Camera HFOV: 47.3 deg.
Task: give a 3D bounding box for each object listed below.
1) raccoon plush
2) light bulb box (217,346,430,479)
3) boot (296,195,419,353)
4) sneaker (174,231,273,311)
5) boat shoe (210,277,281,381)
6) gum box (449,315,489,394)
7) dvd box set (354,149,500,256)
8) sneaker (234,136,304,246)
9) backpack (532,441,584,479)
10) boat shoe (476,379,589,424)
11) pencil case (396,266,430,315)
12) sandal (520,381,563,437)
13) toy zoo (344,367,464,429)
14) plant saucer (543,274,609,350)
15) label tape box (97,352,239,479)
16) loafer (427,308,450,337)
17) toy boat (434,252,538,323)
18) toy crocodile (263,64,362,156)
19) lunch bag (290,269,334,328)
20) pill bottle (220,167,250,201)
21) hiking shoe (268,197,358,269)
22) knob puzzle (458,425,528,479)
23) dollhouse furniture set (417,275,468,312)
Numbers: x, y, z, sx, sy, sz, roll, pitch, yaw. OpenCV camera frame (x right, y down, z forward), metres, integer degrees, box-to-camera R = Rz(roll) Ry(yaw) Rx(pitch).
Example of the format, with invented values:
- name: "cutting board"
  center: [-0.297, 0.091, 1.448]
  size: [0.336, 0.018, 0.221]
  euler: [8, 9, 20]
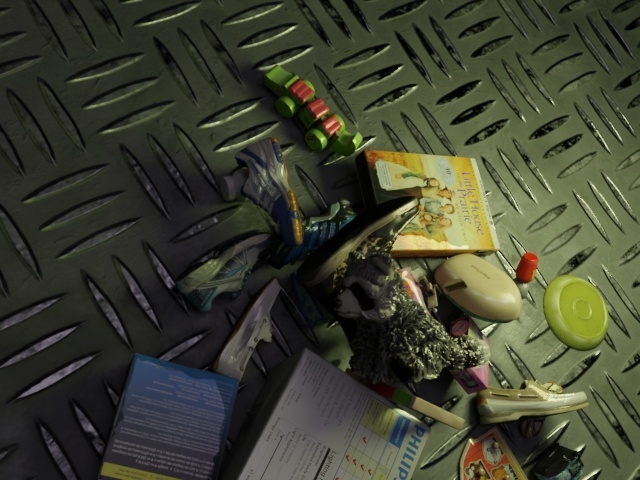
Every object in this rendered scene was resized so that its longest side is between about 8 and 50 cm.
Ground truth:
- name: "raccoon plush"
  center: [0.210, 0.166, 1.745]
  size: [0.446, 0.216, 0.299]
  euler: [-1, 86, -49]
- name: "light bulb box"
  center: [-0.001, 0.504, 1.680]
  size: [0.361, 0.225, 0.358]
  euler: [34, 61, -8]
- name: "boot"
  center: [0.149, 0.086, 1.849]
  size: [0.377, 0.138, 0.284]
  euler: [-38, 107, -26]
- name: "sneaker"
  center: [-0.227, 0.077, 1.844]
  size: [0.283, 0.110, 0.122]
  euler: [-34, 103, -27]
- name: "boat shoe"
  center: [-0.162, 0.222, 1.804]
  size: [0.096, 0.098, 0.277]
  euler: [34, 70, -7]
- name: "gum box"
  center: [0.397, 0.310, 1.960]
  size: [0.107, 0.062, 0.188]
  euler: [49, 33, -24]
- name: "dvd box set"
  center: [0.312, -0.103, 2.109]
  size: [0.420, 0.062, 0.308]
  euler: [1, 69, -31]
- name: "sneaker"
  center: [-0.130, -0.110, 1.851]
  size: [0.131, 0.112, 0.297]
  euler: [-19, 71, 1]
- name: "backpack"
  center: [0.641, 0.619, 1.973]
  size: [0.114, 0.105, 0.084]
  euler: [-35, 106, -20]
- name: "boat shoe"
  center: [0.573, 0.428, 1.981]
  size: [0.302, 0.113, 0.103]
  euler: [-6, 71, -6]
- name: "pencil case"
  center: [0.240, 0.214, 1.962]
  size: [0.124, 0.124, 0.284]
  euler: [-18, 79, -27]
- name: "sandal"
  center: [0.613, 0.473, 2.053]
  size: [0.072, 0.049, 0.180]
  euler: [34, 75, 7]
- name: "toy zoo"
  center: [0.184, 0.379, 1.788]
  size: [0.192, 0.293, 0.030]
  euler: [32, 78, -37]
- name: "plant saucer"
  center: [0.791, 0.214, 2.233]
  size: [0.240, 0.037, 0.241]
  euler: [8, 68, -20]
- name: "label tape box"
  center: [-0.346, 0.454, 1.625]
  size: [0.249, 0.115, 0.348]
  euler: [18, 67, -15]
- name: "loafer"
  center: [0.325, 0.246, 2.025]
  size: [0.045, 0.039, 0.125]
  euler: [-30, 83, -30]
- name: "toy boat"
  center: [0.492, 0.137, 2.070]
  size: [0.318, 0.148, 0.267]
  euler: [-15, 41, -31]
- name: "toy crocodile"
  center: [-0.025, -0.369, 2.085]
  size: [0.340, 0.105, 0.115]
  euler: [47, 60, 1]
- name: "lunch bag"
  center: [0.006, 0.132, 1.908]
  size: [0.128, 0.096, 0.151]
  euler: [-18, 71, -34]
- name: "pill bottle"
  center: [-0.181, -0.150, 1.944]
  size: [0.160, 0.087, 0.087]
  euler: [-13, 75, -26]
- name: "hiking shoe"
  center: [0.000, 0.000, 1.936]
  size: [0.304, 0.113, 0.132]
  euler: [-35, 75, -29]
- name: "knob puzzle"
  center: [0.446, 0.612, 1.936]
  size: [0.213, 0.030, 0.213]
  euler: [8, 68, -20]
- name: "dollhouse furniture set"
  center: [0.327, 0.135, 1.934]
  size: [0.091, 0.114, 0.081]
  euler: [54, 26, -37]
